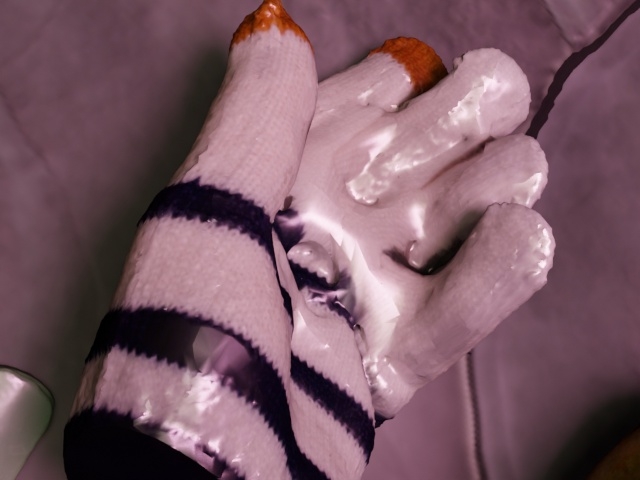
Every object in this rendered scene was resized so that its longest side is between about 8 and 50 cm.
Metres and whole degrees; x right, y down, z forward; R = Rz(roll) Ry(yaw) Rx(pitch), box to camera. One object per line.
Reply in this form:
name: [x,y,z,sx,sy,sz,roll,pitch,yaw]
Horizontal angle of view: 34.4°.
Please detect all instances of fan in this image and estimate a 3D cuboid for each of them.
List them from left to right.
fan: [-0.153,0.140,0.391,0.038,0.016,0.193,23,81,-12]

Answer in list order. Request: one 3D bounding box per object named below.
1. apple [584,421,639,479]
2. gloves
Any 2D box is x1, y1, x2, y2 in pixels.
apple: [0.173,0.135,0.386,0.147,0.163,0.146,42,75,-2]
gloves: [-0.003,0.009,0.392,0.140,0.131,0.218,31,50,-7]
